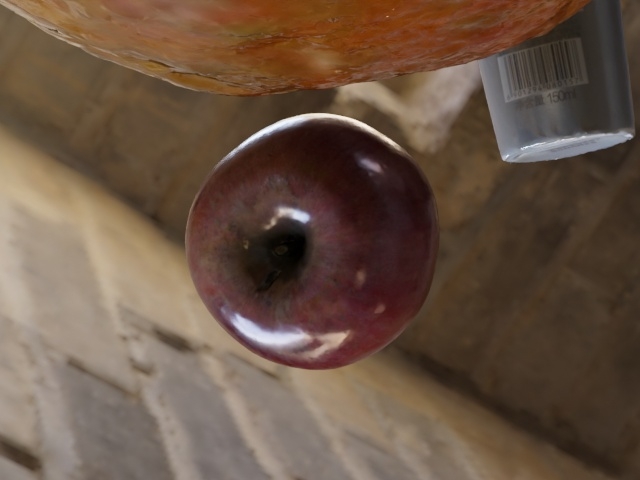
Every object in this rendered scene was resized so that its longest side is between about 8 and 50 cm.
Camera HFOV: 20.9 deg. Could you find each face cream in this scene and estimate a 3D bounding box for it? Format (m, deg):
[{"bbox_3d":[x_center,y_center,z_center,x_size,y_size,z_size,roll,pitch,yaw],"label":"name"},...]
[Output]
[{"bbox_3d":[0.139,-0.190,1.125,0.073,0.107,0.269,10,-111,-72],"label":"face cream"}]

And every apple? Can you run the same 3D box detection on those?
[{"bbox_3d":[0.000,0.000,1.045,0.153,0.153,0.120,-56,-16,14],"label":"apple"}]

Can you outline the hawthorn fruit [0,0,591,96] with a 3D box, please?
[{"bbox_3d":[-0.008,-0.156,0.458,0.298,0.277,0.277,74,-152,-53],"label":"hawthorn fruit"}]
